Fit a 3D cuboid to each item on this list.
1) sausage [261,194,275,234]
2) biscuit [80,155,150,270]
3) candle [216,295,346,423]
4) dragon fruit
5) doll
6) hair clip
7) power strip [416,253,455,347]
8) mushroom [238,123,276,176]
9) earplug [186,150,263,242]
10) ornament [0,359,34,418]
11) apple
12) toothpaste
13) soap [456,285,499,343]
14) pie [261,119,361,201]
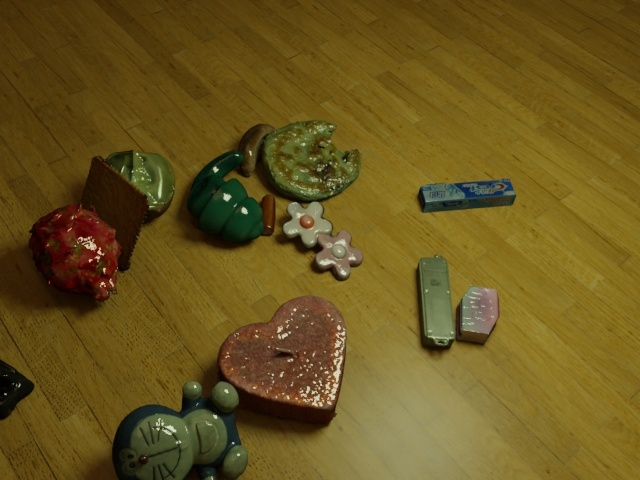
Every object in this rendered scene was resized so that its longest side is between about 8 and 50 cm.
[{"bbox_3d":[-0.145,-0.074,1.810,0.039,0.041,0.131,-13,50,14],"label":"sausage"},{"bbox_3d":[-0.538,-0.071,1.682,0.237,0.232,0.013,37,28,24],"label":"biscuit"},{"bbox_3d":[-0.064,0.282,1.481,0.316,0.131,0.287,-25,60,-20],"label":"candle"},{"bbox_3d":[-0.586,0.039,1.600,0.205,0.210,0.268,-34,83,-34],"label":"dragon fruit"},{"bbox_3d":[-0.290,0.410,1.338,0.258,0.154,0.228,-11,90,-26],"label":"doll"},{"bbox_3d":[0.002,-0.004,1.752,0.146,0.075,0.257,-34,65,-32],"label":"hair clip"},{"bbox_3d":[0.290,0.155,1.652,0.078,0.052,0.272,3,52,-2],"label":"power strip"},{"bbox_3d":[-0.196,-0.288,1.950,0.072,0.094,0.210,19,57,7],"label":"mushroom"},{"bbox_3d":[-0.251,-0.107,1.783,0.280,0.164,0.257,41,27,12],"label":"earplug"},{"bbox_3d":[-0.757,0.246,1.382,0.251,0.260,0.106,26,60,15],"label":"ornament"},{"bbox_3d":[-0.495,-0.140,1.760,0.207,0.174,0.189,-3,79,-13],"label":"apple"},{"bbox_3d":[0.420,-0.130,1.885,0.272,0.053,0.066,-5,52,-8],"label":"toothpaste"},{"bbox_3d":[0.393,0.180,1.636,0.100,0.056,0.149,11,52,1],"label":"soap"},{"bbox_3d":[-0.031,-0.239,1.918,0.302,0.067,0.303,6,58,-10],"label":"pie"}]
